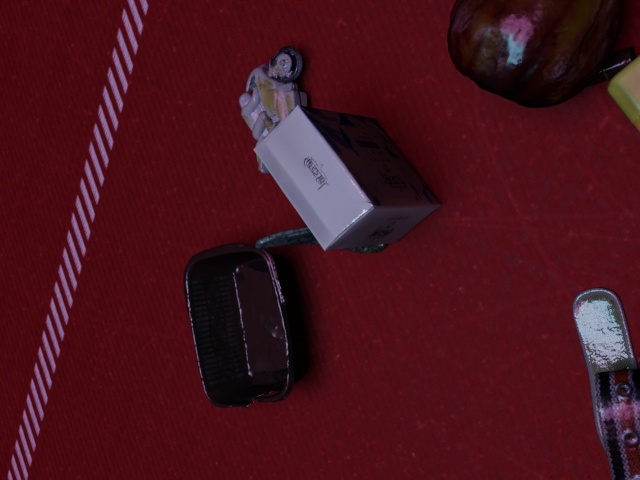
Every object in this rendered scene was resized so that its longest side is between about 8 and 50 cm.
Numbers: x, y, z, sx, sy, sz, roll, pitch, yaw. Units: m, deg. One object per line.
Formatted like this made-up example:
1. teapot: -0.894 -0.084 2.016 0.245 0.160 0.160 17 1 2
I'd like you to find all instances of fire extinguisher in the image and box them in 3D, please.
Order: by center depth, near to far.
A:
1. fire extinguisher: 0.408 -0.254 1.350 0.132 0.039 0.056 -16 53 32

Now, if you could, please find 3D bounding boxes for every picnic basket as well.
1. picnic basket: -0.122 0.149 1.657 0.222 0.129 0.297 -11 88 31

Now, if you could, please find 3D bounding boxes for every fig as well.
1. fig: 0.314 -0.310 1.295 0.263 0.224 0.224 -22 82 21

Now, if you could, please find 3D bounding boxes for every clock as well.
1. clock: 0.485 -0.211 1.210 0.143 0.202 0.096 -44 71 27

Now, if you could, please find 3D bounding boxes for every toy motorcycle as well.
1. toy motorcycle: -0.088 -0.237 1.639 0.151 0.074 0.229 3 97 34

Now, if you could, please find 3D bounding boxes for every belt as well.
1. belt: 0.473 0.365 1.306 0.094 0.126 0.360 -11 89 30

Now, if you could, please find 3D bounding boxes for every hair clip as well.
1. hair clip: 0.000 -0.002 1.565 0.229 0.066 0.036 0 58 -1

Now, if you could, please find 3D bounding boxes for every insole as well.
1. insole: 0.461 0.230 1.376 0.109 0.007 0.322 -17 86 31

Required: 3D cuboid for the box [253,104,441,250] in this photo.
1. box: 0.050 -0.100 1.445 0.116 0.274 0.203 -42 72 24
